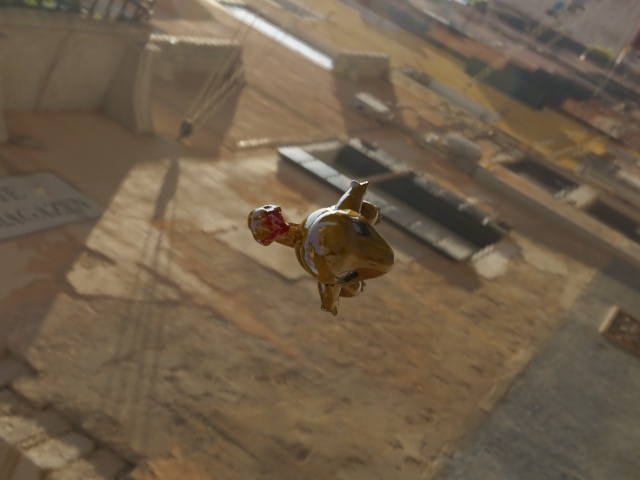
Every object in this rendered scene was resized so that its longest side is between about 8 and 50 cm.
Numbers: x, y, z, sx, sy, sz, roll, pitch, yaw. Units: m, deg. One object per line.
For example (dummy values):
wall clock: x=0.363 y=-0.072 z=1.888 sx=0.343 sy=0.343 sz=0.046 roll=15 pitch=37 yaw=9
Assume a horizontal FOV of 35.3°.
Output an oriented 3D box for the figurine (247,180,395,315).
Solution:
figurine: x=-0.003 y=-0.001 z=0.853 sx=0.176 sy=0.122 sz=0.121 roll=-162 pitch=88 yaw=-86
